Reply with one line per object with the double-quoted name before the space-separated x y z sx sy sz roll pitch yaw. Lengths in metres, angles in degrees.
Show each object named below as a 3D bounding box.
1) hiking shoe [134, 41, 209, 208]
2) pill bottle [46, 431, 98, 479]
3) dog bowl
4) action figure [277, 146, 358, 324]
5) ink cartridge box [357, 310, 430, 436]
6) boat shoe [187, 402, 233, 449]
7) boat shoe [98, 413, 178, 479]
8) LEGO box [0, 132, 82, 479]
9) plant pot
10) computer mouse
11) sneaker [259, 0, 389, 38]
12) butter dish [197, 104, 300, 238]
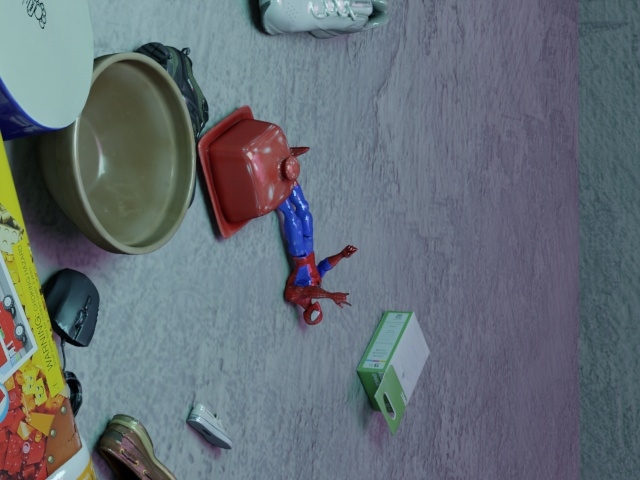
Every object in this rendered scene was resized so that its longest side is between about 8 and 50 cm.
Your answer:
"hiking shoe" -0.181 -0.147 1.664 0.114 0.086 0.227 -11 99 -58
"pill bottle" -0.298 0.352 1.367 0.162 0.162 0.278 -43 126 -54
"dog bowl" -0.336 -0.234 1.297 0.265 0.104 0.265 -7 90 -75
"action figure" 0.000 0.000 1.955 0.091 0.139 0.280 -30 118 -57
"ink cartridge box" 0.122 0.234 2.247 0.209 0.062 0.109 -62 140 -41
"boat shoe" -0.150 0.260 1.775 0.100 0.035 0.035 48 51 -42
"boat shoe" -0.230 0.303 1.603 0.060 0.064 0.178 -52 128 -42
"LEGO box" -0.438 0.040 1.075 0.372 0.193 0.500 -40 124 -56
"plant pot" -0.257 -0.100 1.500 0.237 0.109 0.237 5 85 -61
"computer mouse" -0.281 0.114 1.427 0.071 0.041 0.242 49 21 -36
"sneaker" 0.004 -0.373 1.966 0.297 0.129 0.111 -14 104 -60
"butter dish" -0.085 -0.101 1.809 0.160 0.118 0.160 -47 129 -53
